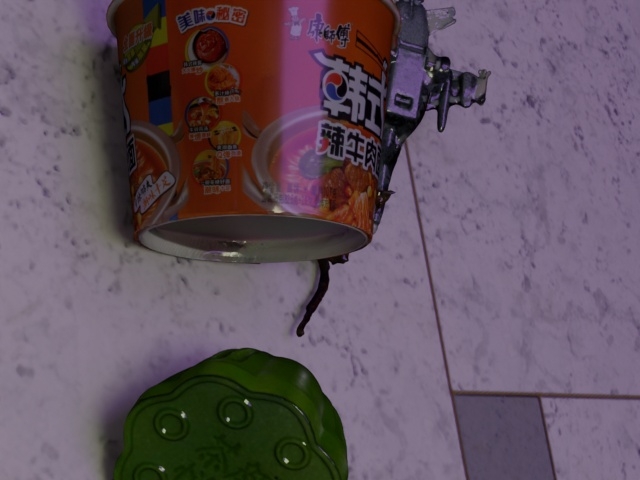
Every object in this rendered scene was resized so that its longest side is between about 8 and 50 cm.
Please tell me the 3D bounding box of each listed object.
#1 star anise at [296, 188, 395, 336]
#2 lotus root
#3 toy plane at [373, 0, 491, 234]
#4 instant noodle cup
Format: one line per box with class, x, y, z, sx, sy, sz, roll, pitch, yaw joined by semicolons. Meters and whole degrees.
star anise;0.000;0.000;1.416;0.097;0.070;0.190;23;54;-8
lotus root;-0.053;0.154;1.226;0.186;0.186;0.186;23;57;-40
toy plane;0.076;-0.134;1.542;0.192;0.088;0.262;14;62;-13
instant noodle cup;-0.054;-0.092;1.273;0.250;0.250;0.192;12;74;-45
